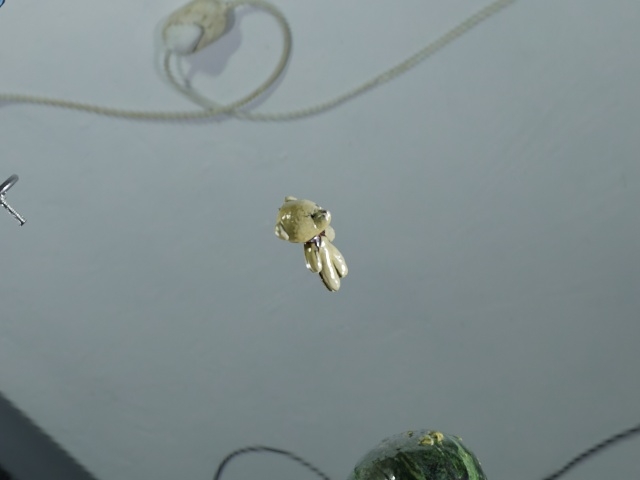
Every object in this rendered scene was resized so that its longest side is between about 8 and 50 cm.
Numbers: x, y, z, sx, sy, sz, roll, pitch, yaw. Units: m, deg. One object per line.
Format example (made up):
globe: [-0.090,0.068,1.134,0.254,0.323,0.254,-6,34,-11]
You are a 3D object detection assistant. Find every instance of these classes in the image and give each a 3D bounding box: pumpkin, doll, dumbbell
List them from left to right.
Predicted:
dumbbell: [-0.398,-0.072,1.349,0.069,0.069,0.147,-38,103,25]
doll: [-0.008,0.002,1.089,0.051,0.061,0.093,-1,127,20]
pumpkin: [0.100,0.292,1.247,0.190,0.146,0.190,-20,142,-16]

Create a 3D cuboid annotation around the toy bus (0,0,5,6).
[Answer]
toy bus: [-0.538,-0.371,1.595,0.209,0.126,0.136,-29,151,-5]
